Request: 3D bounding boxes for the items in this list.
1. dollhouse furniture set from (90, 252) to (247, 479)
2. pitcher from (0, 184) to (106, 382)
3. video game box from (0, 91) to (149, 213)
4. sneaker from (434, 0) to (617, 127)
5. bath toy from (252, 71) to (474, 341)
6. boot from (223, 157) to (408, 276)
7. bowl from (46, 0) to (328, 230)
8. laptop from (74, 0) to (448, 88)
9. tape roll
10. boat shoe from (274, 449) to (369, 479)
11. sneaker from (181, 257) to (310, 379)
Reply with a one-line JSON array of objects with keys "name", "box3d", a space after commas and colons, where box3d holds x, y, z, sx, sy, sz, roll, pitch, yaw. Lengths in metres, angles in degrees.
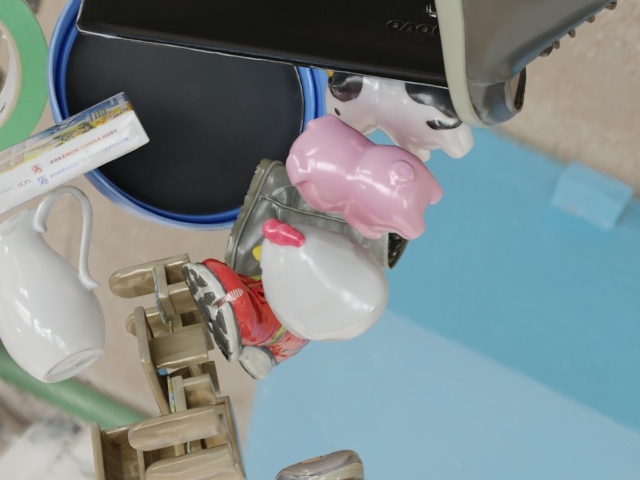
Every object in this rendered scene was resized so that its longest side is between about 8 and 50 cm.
[{"name": "dollhouse furniture set", "box3d": [-0.183, 0.177, 1.696, 0.161, 0.212, 0.242, -13, 139, 0]}, {"name": "pitcher", "box3d": [-0.326, 0.051, 1.943, 0.178, 0.125, 0.207, -34, 72, 15]}, {"name": "video game box", "box3d": [-0.298, -0.106, 1.860, 0.048, 0.187, 0.205, 62, 176, -15]}, {"name": "sneaker", "box3d": [0.130, -0.131, 0.915, 0.118, 0.083, 0.222, -2, 157, 11]}, {"name": "bath toy", "box3d": [0.036, -0.076, 1.404, 0.151, 0.348, 0.129, -2, 142, 44]}, {"name": "boot", "box3d": [-0.001, 0.001, 1.918, 0.208, 0.076, 0.189, 18, 94, 22]}, {"name": "bowl", "box3d": [-0.165, -0.197, 2.073, 0.391, 0.391, 0.077, 45, 156, -5]}, {"name": "laptop", "box3d": [0.025, -0.316, 1.477, 0.382, 0.408, 0.236, 10, 109, 8]}, {"name": "tape roll", "box3d": [-0.542, -0.240, 2.226, 0.077, 0.321, 0.321, -130, 18, -61]}, {"name": "boat shoe", "box3d": [0.017, 0.329, 1.773, 0.324, 0.123, 0.116, 65, -176, -68]}, {"name": "sneaker", "box3d": [-0.059, 0.060, 1.629, 0.107, 0.118, 0.279, 61, -177, 15]}]
